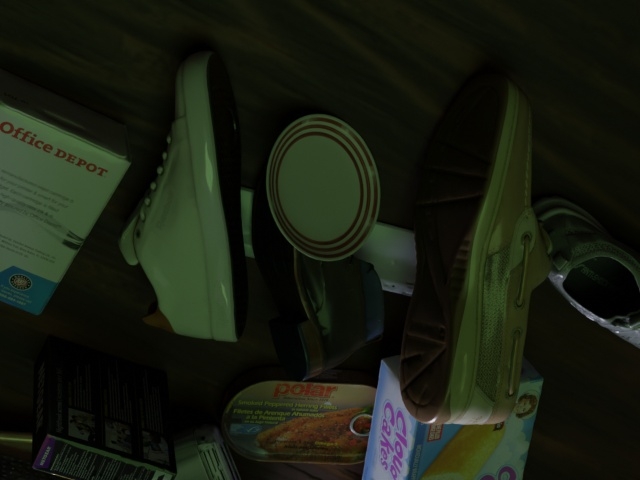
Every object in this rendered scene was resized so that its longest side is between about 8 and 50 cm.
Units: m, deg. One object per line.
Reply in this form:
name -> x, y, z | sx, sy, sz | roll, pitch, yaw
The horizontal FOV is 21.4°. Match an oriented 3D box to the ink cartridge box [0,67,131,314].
ink cartridge box -> -0.282, -0.044, 1.581 | 0.140, 0.082, 0.190 | 25, 113, -21

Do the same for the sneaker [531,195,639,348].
sneaker -> 0.316, 0.067, 1.716 | 0.281, 0.115, 0.105 | 27, 113, -22

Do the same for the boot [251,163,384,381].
boot -> -0.001, 0.021, 1.669 | 0.106, 0.082, 0.219 | -17, 109, -31

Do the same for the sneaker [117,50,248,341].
sneaker -> -0.139, -0.037, 1.595 | 0.123, 0.106, 0.290 | 3, 112, 10

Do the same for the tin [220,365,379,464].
tin -> -0.011, 0.183, 1.785 | 0.190, 0.040, 0.106 | 4, 124, -11

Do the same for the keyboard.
keyboard -> 0.000, 0.000, 1.693 | 0.256, 0.014, 0.072 | 14, 112, -16

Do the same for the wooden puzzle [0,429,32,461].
wooden puzzle -> -0.385, 0.279, 1.787 | 0.221, 0.044, 0.238 | 6, 124, -12

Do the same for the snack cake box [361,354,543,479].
snack cake box -> 0.131, 0.241, 1.785 | 0.152, 0.089, 0.264 | -8, 123, -24

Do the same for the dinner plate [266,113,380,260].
dinner plate -> 0.000, -0.050, 1.612 | 0.141, 0.141, 0.017 | 42, 151, -27

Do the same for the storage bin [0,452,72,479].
storage bin -> -0.345, 0.285, 1.718 | 0.180, 0.084, 0.122 | 17, 120, -20

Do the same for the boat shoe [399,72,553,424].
boat shoe -> 0.160, 0.010, 1.633 | 0.110, 0.122, 0.341 | 6, 100, -28

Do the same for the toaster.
toaster -> -0.150, 0.285, 1.753 | 0.146, 0.129, 0.227 | -22, 88, -1

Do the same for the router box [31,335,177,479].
router box -> -0.214, 0.174, 1.665 | 0.133, 0.179, 0.046 | 20, 113, -18
